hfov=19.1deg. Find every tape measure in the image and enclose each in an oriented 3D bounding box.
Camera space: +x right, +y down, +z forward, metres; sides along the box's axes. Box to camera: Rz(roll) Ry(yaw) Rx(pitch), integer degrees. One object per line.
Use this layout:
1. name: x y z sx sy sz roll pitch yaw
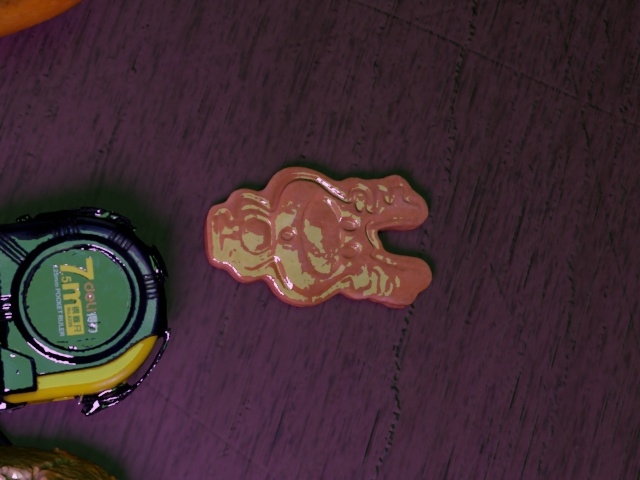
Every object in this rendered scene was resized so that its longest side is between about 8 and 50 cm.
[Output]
1. tape measure: -0.237 0.070 1.818 0.186 0.112 0.199 -6 85 -9

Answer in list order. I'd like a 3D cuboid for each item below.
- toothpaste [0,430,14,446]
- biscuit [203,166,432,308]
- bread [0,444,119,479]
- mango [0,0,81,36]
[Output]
1. toothpaste: -0.321 0.201 1.802 0.071 0.045 0.193 -39 95 -12
2. biscuit: -0.001 -0.003 1.938 0.236 0.040 0.144 2 72 -17
3. bread: -0.302 0.281 1.730 0.257 0.124 0.186 11 97 -5
4. mango: -0.398 -0.325 1.805 0.445 0.232 0.300 -8 84 -10
